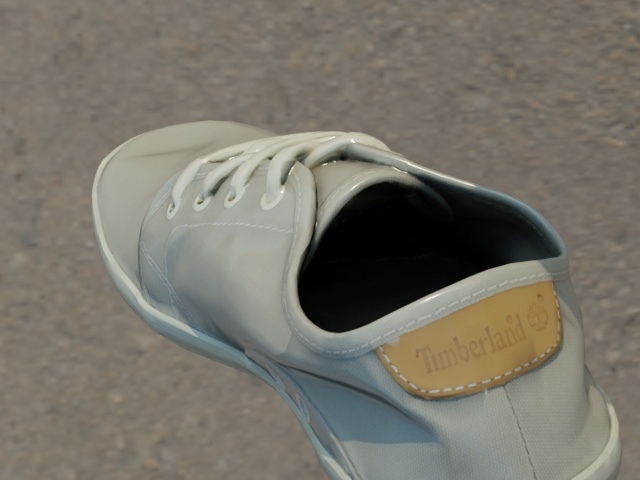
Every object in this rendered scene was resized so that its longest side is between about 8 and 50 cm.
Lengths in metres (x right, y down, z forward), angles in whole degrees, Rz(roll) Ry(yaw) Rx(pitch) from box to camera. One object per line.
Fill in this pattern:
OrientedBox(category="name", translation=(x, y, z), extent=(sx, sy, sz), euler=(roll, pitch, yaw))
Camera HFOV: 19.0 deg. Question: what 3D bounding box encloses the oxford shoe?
OrientedBox(category="oxford shoe", translation=(0.000, 0.000, 0.939), extent=(0.449, 0.169, 0.130), euler=(39, 147, 59))
